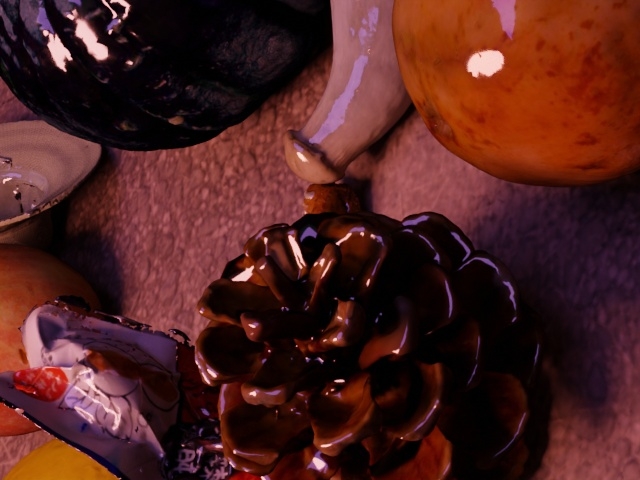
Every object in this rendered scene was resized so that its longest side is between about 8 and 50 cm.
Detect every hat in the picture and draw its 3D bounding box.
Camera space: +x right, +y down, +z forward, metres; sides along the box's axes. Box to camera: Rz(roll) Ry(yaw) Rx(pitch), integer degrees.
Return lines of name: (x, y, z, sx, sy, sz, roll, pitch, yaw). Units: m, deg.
hat: (-0.333, -0.022, 1.758, 0.252, 0.252, 0.110, 31, 140, 51)

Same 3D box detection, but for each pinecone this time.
pinecone: (0.032, 0.088, 1.184, 0.244, 0.309, 0.244, -4, 78, 21)

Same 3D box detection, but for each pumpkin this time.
pumpkin: (-0.149, -0.256, 1.531, 0.363, 0.266, 0.363, -19, 60, 38)

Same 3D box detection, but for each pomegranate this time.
pomegranate: (0.164, -0.153, 1.159, 0.248, 0.248, 0.248, -23, 58, 42)

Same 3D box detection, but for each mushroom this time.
mushroom: (0.042, -0.177, 1.403, 0.118, 0.103, 0.270, 8, 86, 15)

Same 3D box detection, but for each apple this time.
apple: (-0.308, 0.094, 1.638, 0.188, 0.174, 0.188, -20, 61, 40)

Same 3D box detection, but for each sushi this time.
sushi: (0.003, 0.002, 1.414, 0.060, 0.061, 0.118, -30, 33, 49)

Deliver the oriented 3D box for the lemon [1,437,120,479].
lemon: (-0.175, 0.260, 1.380, 0.240, 0.219, 0.240, -27, 55, 45)

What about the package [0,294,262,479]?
package: (-0.132, 0.132, 1.331, 0.194, 0.269, 0.071, -63, -6, -47)
